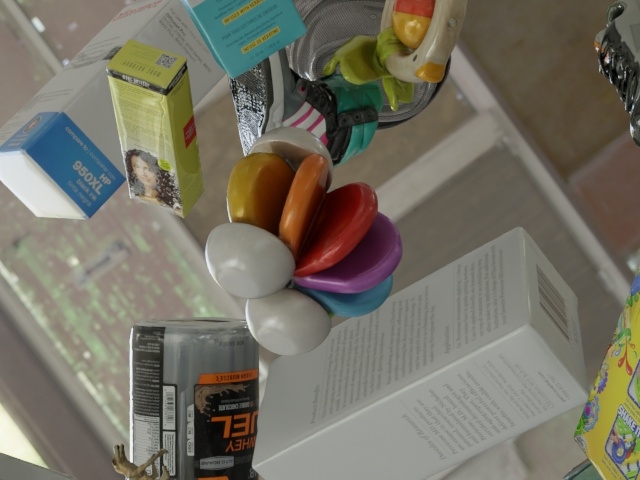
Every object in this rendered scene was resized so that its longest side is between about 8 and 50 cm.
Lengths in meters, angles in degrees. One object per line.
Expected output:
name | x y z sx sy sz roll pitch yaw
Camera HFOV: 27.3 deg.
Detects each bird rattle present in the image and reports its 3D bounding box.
bird rattle | 0.123 -0.284 1.620 0.207 0.143 0.254 33 101 60

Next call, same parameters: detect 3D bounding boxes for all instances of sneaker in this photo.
sneaker | -0.009 -0.184 1.671 0.178 0.124 0.296 -28 -33 -16
sneaker | 0.334 -0.174 1.364 0.271 0.108 0.100 -66 -18 -54

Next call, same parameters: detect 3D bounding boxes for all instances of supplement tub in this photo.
supplement tub | -0.199 0.294 2.090 0.207 0.338 0.207 0 1 0

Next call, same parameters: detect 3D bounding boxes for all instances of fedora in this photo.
fedora | 0.063 -0.260 1.937 0.124 0.275 0.244 -101 31 -63

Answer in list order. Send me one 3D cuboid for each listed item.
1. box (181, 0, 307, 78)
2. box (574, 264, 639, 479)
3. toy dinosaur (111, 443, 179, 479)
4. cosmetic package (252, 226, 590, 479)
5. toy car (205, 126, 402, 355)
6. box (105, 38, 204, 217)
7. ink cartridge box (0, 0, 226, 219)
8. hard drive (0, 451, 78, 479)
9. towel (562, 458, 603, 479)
box | -0.113 -0.295 1.350 0.100 0.244 0.060 -33 34 -4
box | 0.456 0.143 1.328 0.177 0.289 0.279 -118 40 -61
toy dinosaur | -0.223 0.314 1.635 0.092 0.053 0.183 -26 27 4
cosmetic package | 0.136 0.196 1.840 0.453 0.161 0.230 -30 27 24
toy car | 0.000 0.000 1.101 0.136 0.182 0.159 -1 50 28
box | -0.199 -0.132 1.614 0.058 0.087 0.232 -57 -22 -35
ink cartridge box | -0.358 -0.230 2.228 0.395 0.166 0.285 -49 23 -18
hard drive | -0.385 0.236 1.246 0.233 0.047 0.353 -5 -16 3
towel | 0.510 0.277 1.532 0.370 0.271 0.040 -40 -8 15
